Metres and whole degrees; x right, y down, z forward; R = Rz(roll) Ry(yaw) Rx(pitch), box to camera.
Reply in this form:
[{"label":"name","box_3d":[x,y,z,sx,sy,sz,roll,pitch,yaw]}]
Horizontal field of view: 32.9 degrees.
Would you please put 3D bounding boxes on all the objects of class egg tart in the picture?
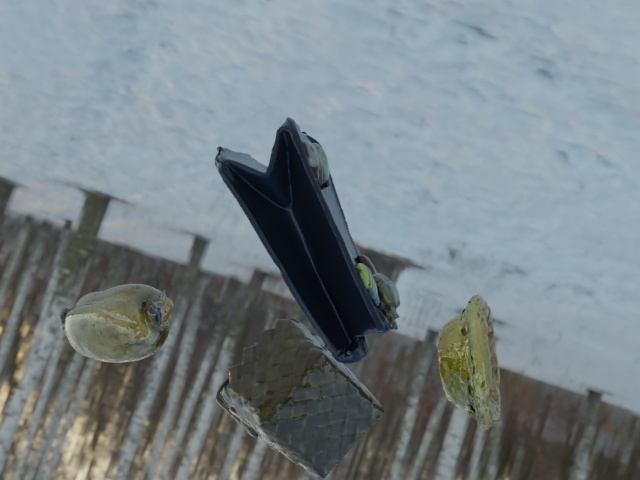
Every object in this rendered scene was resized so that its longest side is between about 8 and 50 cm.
[{"label":"egg tart","box_3d":[0.313,0.257,2.292,0.116,0.294,0.295,-4,167,12]}]

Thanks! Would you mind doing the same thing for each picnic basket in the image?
[{"label":"picnic basket","box_3d":[-0.064,0.313,2.291,0.291,0.254,0.321,49,169,-36]}]

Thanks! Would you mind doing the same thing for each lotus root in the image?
[{"label":"lotus root","box_3d":[-0.370,0.153,2.015,0.257,0.140,0.154,-5,-155,32]}]

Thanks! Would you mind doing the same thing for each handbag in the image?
[{"label":"handbag","box_3d":[0.000,0.000,1.486,0.329,0.122,0.303,62,-175,1]}]
